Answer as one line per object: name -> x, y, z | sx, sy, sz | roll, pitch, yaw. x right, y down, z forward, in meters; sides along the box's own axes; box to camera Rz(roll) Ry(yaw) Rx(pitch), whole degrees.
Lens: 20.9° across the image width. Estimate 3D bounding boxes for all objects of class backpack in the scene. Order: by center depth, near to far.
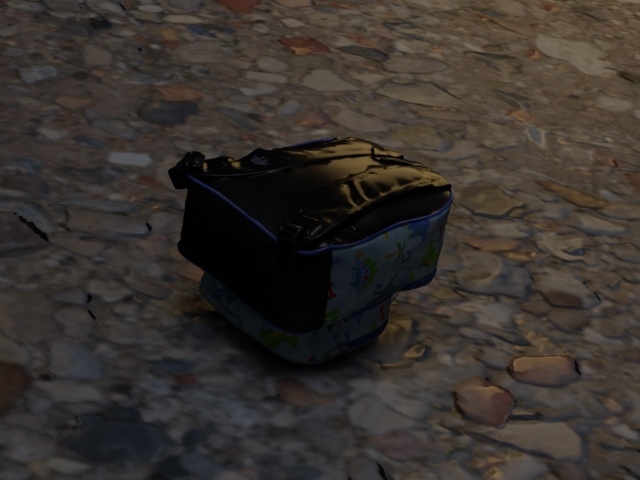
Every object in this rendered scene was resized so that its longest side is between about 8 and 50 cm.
backpack -> 0.000, 0.000, 0.829 | 0.114, 0.084, 0.105 | -20, 40, -38
